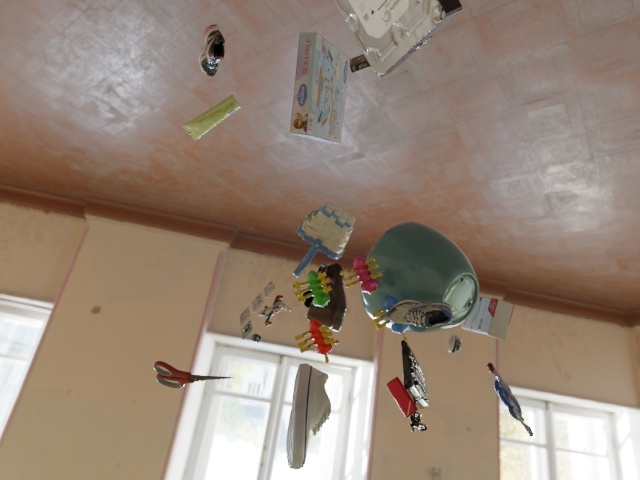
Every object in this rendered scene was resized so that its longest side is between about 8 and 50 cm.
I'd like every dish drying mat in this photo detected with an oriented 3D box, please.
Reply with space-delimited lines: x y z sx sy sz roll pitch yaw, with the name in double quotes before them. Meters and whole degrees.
"dish drying mat" 0.173 0.333 0.921 0.032 0.083 0.008 -39 138 6

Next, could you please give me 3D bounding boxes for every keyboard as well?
"keyboard" 0.245 0.382 1.091 0.033 0.202 0.317 -7 150 18

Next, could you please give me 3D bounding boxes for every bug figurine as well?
"bug figurine" 0.067 0.153 0.996 0.278 0.216 0.072 -19 179 16

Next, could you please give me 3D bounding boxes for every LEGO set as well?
"LEGO set" -0.187 0.246 1.424 0.060 0.182 0.244 41 -177 -20

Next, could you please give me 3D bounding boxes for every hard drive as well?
"hard drive" 0.113 -0.545 0.888 0.339 0.064 0.237 58 153 -6

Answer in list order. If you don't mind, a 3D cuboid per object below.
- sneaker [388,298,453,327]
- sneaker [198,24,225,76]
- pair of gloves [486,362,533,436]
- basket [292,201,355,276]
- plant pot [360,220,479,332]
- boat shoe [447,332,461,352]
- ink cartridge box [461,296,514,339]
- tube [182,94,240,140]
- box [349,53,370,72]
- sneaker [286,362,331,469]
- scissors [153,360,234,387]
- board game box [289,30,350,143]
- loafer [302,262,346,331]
"sneaker" 0.207 0.153 0.893 0.135 0.052 0.058 -6 -168 7
"sneaker" -0.360 -0.622 1.452 0.072 0.077 0.178 -22 157 -28
"pair of gloves" 0.492 0.416 1.131 0.023 0.159 0.198 -35 179 16
"basket" 0.000 0.000 1.675 0.201 0.289 0.255 31 -168 0
"plant pot" 0.274 0.112 1.082 0.290 0.290 0.195 27 177 -36
"boat shoe" 0.432 0.334 1.384 0.038 0.046 0.125 29 -171 13
"ink cartridge box" 0.456 0.210 1.186 0.056 0.099 0.135 21 173 -9
"tube" -0.437 -0.500 1.749 0.240 0.062 0.070 -33 103 6
"box" 0.115 -0.497 1.202 0.067 0.083 0.018 -15 124 15
"sneaker" -0.020 0.388 0.977 0.091 0.258 0.094 14 125 -5
"scissors" -0.383 0.424 1.319 0.296 0.021 0.109 4 122 17
"board game box" 0.006 -0.512 1.510 0.065 0.319 0.318 11 -170 22
"loafer" 0.007 0.161 1.427 0.130 0.134 0.366 11 -164 -6
